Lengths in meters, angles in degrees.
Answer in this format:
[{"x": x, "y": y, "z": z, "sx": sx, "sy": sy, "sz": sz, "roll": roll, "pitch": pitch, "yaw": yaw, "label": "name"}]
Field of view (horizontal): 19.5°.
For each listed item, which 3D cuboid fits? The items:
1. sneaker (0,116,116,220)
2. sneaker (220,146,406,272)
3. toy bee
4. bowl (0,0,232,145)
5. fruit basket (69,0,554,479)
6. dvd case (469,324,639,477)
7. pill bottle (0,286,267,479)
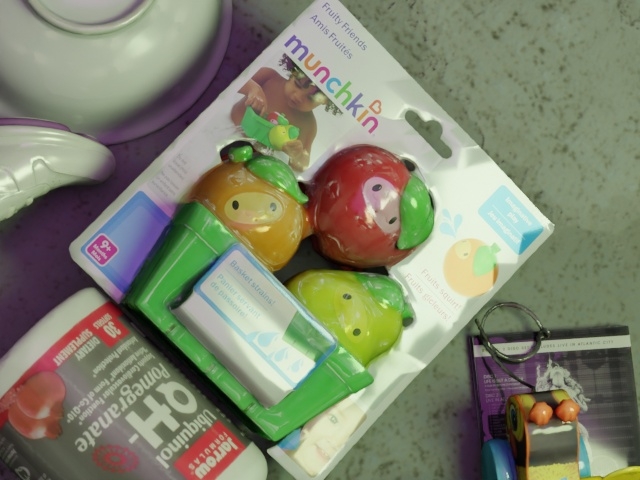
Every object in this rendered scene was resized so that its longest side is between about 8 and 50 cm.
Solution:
[{"x": -0.344, "y": -0.042, "z": 1.776, "sx": 0.305, "sy": 0.114, "sz": 0.152, "roll": -4, "pitch": 90, "yaw": -25, "label": "sneaker"}, {"x": -0.012, "y": -0.027, "z": 1.842, "sx": 0.221, "sy": 0.087, "sz": 0.128, "roll": -6, "pitch": 77, "yaw": -9, "label": "sneaker"}, {"x": 0.200, "y": 0.208, "z": 1.764, "sx": 0.195, "sy": 0.162, "sz": 0.298, "roll": -28, "pitch": 83, "yaw": -10, "label": "toy bee"}, {"x": -0.229, "y": -0.250, "z": 1.835, "sx": 0.297, "sy": 0.134, "sz": 0.298, "roll": 2, "pitch": 78, "yaw": -8, "label": "bowl"}, {"x": 0.000, "y": 0.000, "z": 1.741, "sx": 0.353, "sy": 0.165, "sz": 0.327, "roll": -44, "pitch": 99, "yaw": -4, "label": "fruit basket"}, {"x": 0.240, "y": 0.199, "z": 1.862, "sx": 0.164, "sy": 0.018, "sz": 0.221, "roll": -3, "pitch": 79, "yaw": -8, "label": "dvd case"}, {"x": -0.162, "y": 0.210, "z": 1.718, "sx": 0.318, "sy": 0.176, "sz": 0.176, "roll": 45, "pitch": 75, "yaw": 3, "label": "pill bottle"}]
